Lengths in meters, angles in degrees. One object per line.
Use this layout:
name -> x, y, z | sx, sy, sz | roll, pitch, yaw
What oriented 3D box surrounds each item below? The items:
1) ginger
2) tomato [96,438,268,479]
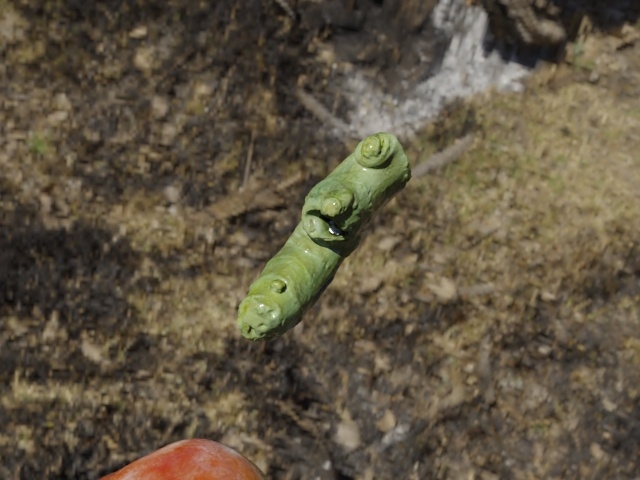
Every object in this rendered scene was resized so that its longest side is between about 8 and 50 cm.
ginger -> 0.002, -0.005, 1.319 | 0.089, 0.290, 0.137 | 38, 3, -4
tomato -> -0.134, 0.276, 1.018 | 0.214, 0.155, 0.181 | -29, 77, -12
